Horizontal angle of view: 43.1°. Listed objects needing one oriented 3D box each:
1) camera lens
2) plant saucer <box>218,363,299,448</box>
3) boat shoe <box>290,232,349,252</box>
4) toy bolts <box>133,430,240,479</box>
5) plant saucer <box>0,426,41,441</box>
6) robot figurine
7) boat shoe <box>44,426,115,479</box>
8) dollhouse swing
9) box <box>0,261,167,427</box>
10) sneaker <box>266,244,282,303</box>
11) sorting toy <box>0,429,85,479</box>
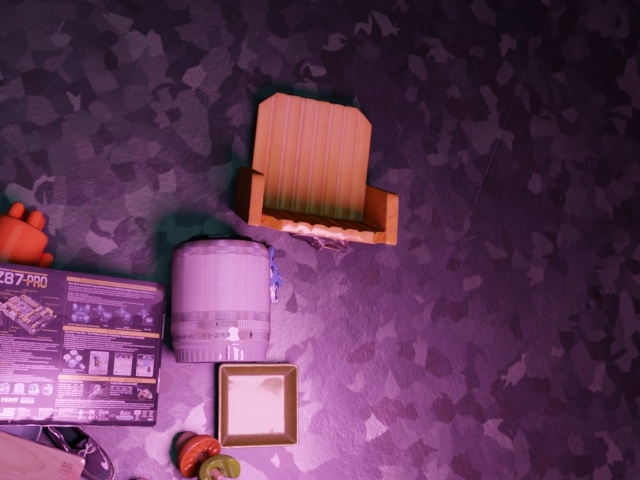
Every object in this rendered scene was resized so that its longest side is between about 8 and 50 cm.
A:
[{"bbox_3d":[-0.220,0.131,1.790,0.219,0.219,0.274,2,80,-17],"label":"camera lens"},{"bbox_3d":[-0.146,0.379,1.863,0.188,0.045,0.188,2,80,-18],"label":"plant saucer"},{"bbox_3d":[0.000,0.000,1.969,0.152,0.056,0.049,7,73,-16],"label":"boat shoe"},{"bbox_3d":[-0.302,0.549,1.766,0.228,0.158,0.218,-30,131,-29],"label":"toy bolts"},{"bbox_3d":[-0.684,0.381,1.697,0.194,0.037,0.195,3,81,-17],"label":"plant saucer"},{"bbox_3d":[-0.663,0.030,1.716,0.158,0.128,0.219,38,69,-42],"label":"robot figurine"},{"bbox_3d":[-0.516,0.442,1.725,0.075,0.065,0.206,-41,94,-20],"label":"boat shoe"},{"bbox_3d":[0.002,-0.177,1.890,0.346,0.315,0.305,9,96,-15],"label":"dollhouse swing"},{"bbox_3d":[-0.519,0.224,1.675,0.394,0.097,0.318,10,78,-39],"label":"box"},{"bbox_3d":[-0.120,0.083,1.921,0.059,0.053,0.144,7,87,-15],"label":"sneaker"},{"bbox_3d":[-0.645,0.514,1.627,0.257,0.089,0.256,23,82,-16],"label":"sorting toy"}]
